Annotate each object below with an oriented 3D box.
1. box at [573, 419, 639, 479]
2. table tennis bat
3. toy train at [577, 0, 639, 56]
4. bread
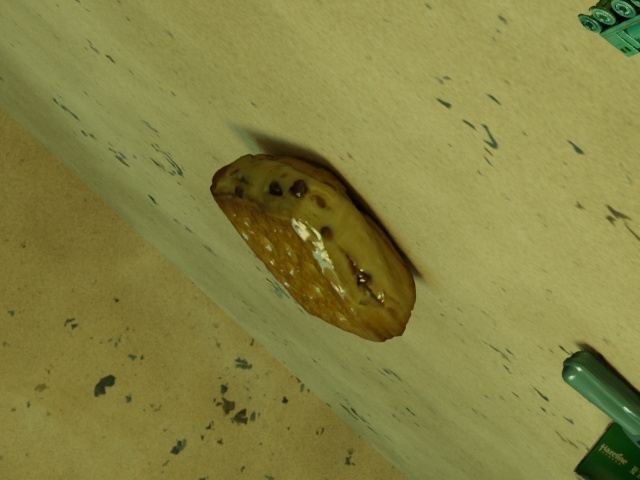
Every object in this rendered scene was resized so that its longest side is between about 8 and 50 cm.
[{"bbox_3d":[0.376,0.294,1.650,0.199,0.081,0.135,37,169,28],"label":"box"},{"bbox_3d":[0.333,0.191,1.519,0.237,0.038,0.149,40,169,-8],"label":"table tennis bat"},{"bbox_3d":[0.177,-0.128,0.855,0.045,0.029,0.092,35,168,-9],"label":"toy train"},{"bbox_3d":[0.000,0.000,1.735,0.235,0.099,0.210,54,162,-28],"label":"bread"}]
